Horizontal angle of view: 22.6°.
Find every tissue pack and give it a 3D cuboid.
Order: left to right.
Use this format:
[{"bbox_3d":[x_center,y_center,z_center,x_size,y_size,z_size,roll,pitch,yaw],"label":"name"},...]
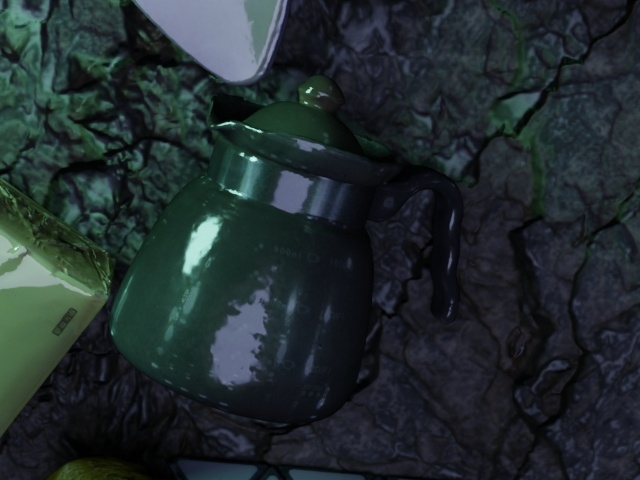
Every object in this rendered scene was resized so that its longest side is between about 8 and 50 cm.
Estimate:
[{"bbox_3d":[-0.315,0.074,1.459,0.159,0.125,0.234,36,105,-12],"label":"tissue pack"}]

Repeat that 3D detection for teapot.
[{"bbox_3d":[-0.004,0.004,1.396,0.305,0.223,0.285,17,102,-4],"label":"teapot"}]

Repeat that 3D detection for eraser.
[{"bbox_3d":[-0.098,-0.251,1.380,0.204,0.059,0.243,-16,106,4],"label":"eraser"}]

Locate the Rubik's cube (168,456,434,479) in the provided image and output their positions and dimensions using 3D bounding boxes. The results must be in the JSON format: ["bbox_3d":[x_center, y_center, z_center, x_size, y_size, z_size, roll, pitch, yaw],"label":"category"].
[{"bbox_3d":[-0.004,0.334,1.548,0.233,0.229,0.228,-9,70,39],"label":"Rubik's cube"}]

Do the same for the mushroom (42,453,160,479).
[{"bbox_3d":[-0.181,0.311,1.493,0.153,0.253,0.253,-37,110,-28],"label":"mushroom"}]
